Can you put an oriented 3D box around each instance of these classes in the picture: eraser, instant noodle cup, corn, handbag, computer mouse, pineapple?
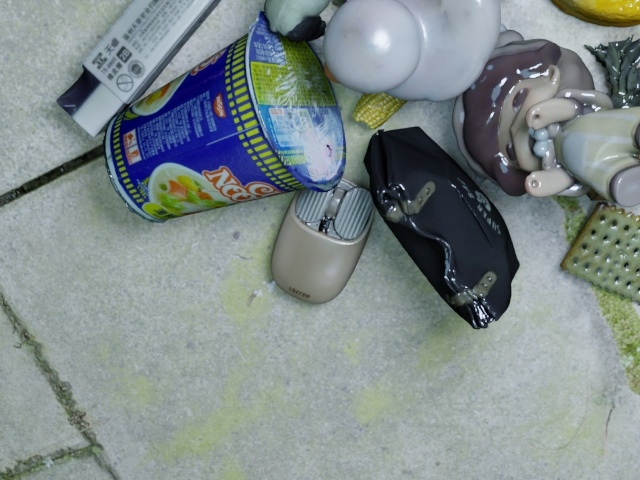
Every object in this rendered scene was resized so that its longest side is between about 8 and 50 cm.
[{"bbox_3d":[-0.260,-0.340,1.465,0.098,0.096,0.404,44,113,-7],"label":"eraser"},{"bbox_3d":[-0.159,-0.165,1.432,0.313,0.284,0.284,-18,105,26],"label":"instant noodle cup"},{"bbox_3d":[0.130,-0.256,1.427,0.067,0.067,0.206,41,113,-4],"label":"corn"},{"bbox_3d":[0.182,-0.017,1.384,0.152,0.288,0.342,-36,99,17],"label":"handbag"},{"bbox_3d":[0.000,0.000,1.539,0.145,0.082,0.236,25,114,3],"label":"computer mouse"},{"bbox_3d":[0.454,-0.180,1.374,0.125,0.125,0.251,-1,99,12],"label":"pineapple"}]

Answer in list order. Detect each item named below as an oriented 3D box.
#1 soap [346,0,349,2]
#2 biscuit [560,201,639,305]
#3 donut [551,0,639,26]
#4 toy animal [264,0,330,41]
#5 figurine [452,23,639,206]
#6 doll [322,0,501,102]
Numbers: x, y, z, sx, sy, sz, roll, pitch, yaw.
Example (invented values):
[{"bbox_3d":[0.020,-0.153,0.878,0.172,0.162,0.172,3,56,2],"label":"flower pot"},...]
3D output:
[{"bbox_3d":[0.151,-0.419,1.356,0.260,0.081,0.181,-13,106,16],"label":"soap"},{"bbox_3d":[0.499,0.030,1.465,0.203,0.016,0.144,24,115,-7],"label":"biscuit"},{"bbox_3d":[0.423,-0.441,1.277,0.303,0.110,0.302,3,110,10],"label":"donut"},{"bbox_3d":[-0.007,-0.386,1.298,0.094,0.121,0.225,41,125,9],"label":"toy animal"},{"bbox_3d":[0.328,-0.161,1.283,0.203,0.380,0.248,-8,113,-21],"label":"figurine"},{"bbox_3d":[0.114,-0.284,1.246,0.251,0.221,0.221,-22,104,30],"label":"doll"}]
